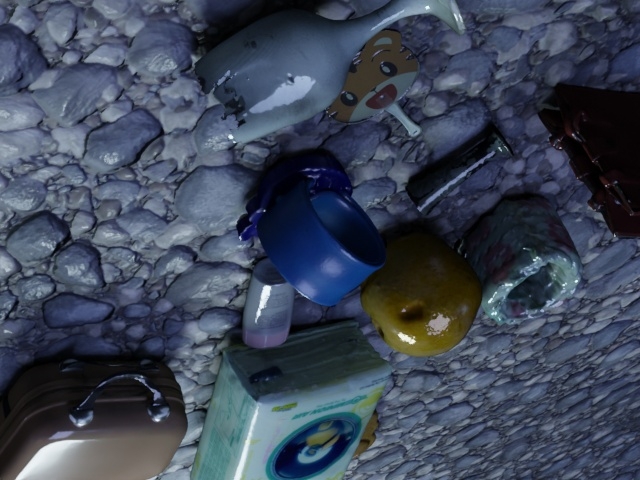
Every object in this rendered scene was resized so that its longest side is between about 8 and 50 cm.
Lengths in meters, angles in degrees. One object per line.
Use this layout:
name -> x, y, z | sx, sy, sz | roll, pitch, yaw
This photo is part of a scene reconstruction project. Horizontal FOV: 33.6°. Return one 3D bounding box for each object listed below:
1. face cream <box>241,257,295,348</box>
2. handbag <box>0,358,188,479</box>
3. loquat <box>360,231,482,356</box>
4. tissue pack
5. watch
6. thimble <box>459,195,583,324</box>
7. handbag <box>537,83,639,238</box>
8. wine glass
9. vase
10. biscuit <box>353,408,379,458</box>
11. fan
face cream -> -0.083, 0.105, 1.733 | 0.084, 0.057, 0.198 | -5, 145, -13
handbag -> -0.360, 0.284, 1.732 | 0.301, 0.149, 0.283 | 5, 140, -34
loquat -> 0.174, 0.092, 1.749 | 0.213, 0.213, 0.213 | -16, 146, -11
tissue pack -> -0.064, 0.338, 1.941 | 0.287, 0.162, 0.388 | -10, 138, -30
watch -> -0.001, -0.006, 1.502 | 0.196, 0.200, 0.171 | 15, 127, -39
thimble -> 0.345, 0.032, 1.813 | 0.185, 0.149, 0.211 | -17, 147, -8
handbag -> 0.484, -0.113, 1.598 | 0.275, 0.260, 0.084 | 4, 140, -33
wine glass -> 0.010, -0.234, 1.249 | 0.321, 0.143, 0.143 | -27, 147, 9
vase -> 0.212, -0.107, 1.619 | 0.167, 0.059, 0.059 | -35, 145, 17
biscuit -> 0.012, 0.457, 2.299 | 0.319, 0.047, 0.183 | -36, 142, 20
fan -> 0.087, -0.197, 1.458 | 0.152, 0.008, 0.226 | -36, 144, 15
